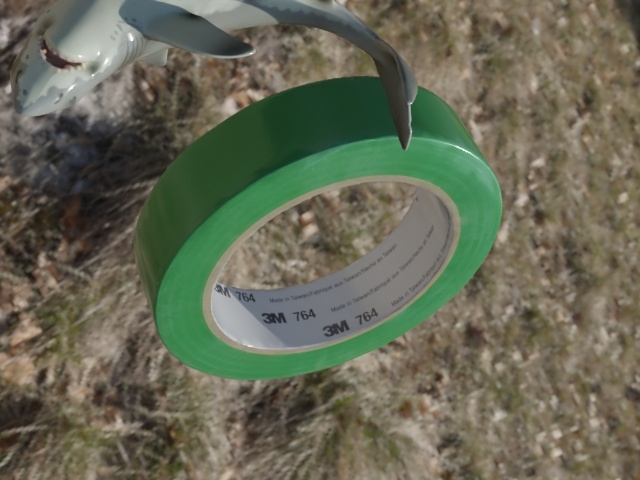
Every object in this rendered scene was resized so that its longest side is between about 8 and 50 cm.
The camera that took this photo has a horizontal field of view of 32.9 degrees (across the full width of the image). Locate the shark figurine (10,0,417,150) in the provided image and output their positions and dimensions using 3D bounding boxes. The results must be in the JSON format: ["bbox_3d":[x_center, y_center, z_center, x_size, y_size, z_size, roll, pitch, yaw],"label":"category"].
[{"bbox_3d":[-0.068,-0.136,0.721,0.278,0.116,0.166,-1,65,-22],"label":"shark figurine"}]

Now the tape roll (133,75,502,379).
[{"bbox_3d":[0.000,0.000,0.958,0.321,0.321,0.077,26,31,-47],"label":"tape roll"}]
